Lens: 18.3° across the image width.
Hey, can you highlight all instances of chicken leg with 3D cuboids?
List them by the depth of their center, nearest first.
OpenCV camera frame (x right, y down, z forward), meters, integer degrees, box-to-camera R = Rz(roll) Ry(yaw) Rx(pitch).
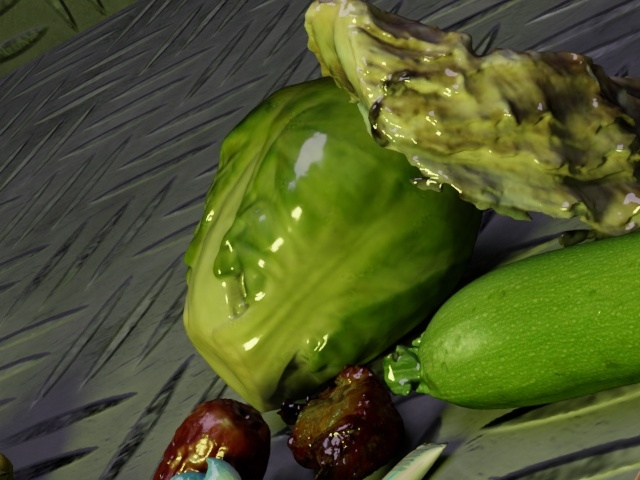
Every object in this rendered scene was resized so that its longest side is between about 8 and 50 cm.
[{"bbox_3d":[0.008,0.148,1.400,0.106,0.051,0.253,-32,11,15],"label":"chicken leg"}]

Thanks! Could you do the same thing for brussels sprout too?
[{"bbox_3d":[0.000,0.000,1.559,0.271,0.210,0.219,-51,27,-2],"label":"brussels sprout"}]

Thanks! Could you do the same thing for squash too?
[{"bbox_3d":[0.176,0.051,1.277,0.378,0.101,0.101,-19,25,48],"label":"squash"}]

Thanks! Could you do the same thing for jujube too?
[{"bbox_3d":[-0.084,0.178,1.462,0.129,0.077,0.077,-64,15,9],"label":"jujube"}]

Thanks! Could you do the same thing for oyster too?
[{"bbox_3d":[0.146,-0.088,1.384,0.238,0.351,0.115,-120,51,-67],"label":"oyster"}]

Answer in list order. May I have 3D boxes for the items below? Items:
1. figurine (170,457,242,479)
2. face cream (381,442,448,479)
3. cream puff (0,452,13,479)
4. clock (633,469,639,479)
[{"bbox_3d":[-0.086,0.214,1.387,0.114,0.079,0.114,-5,64,11],"label":"figurine"},{"bbox_3d":[0.043,0.175,1.340,0.115,0.020,0.038,-46,14,-27],"label":"face cream"},{"bbox_3d":[-0.387,0.249,1.734,0.194,0.195,0.221,-30,15,21],"label":"cream puff"},{"bbox_3d":[0.255,0.126,1.006,0.244,0.056,0.244,-35,18,13],"label":"clock"}]
